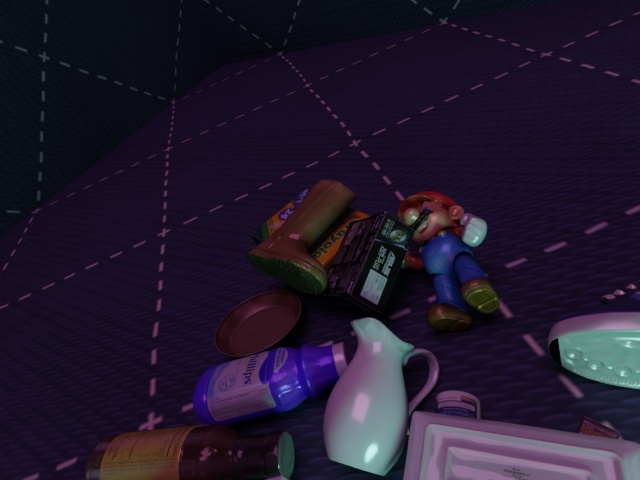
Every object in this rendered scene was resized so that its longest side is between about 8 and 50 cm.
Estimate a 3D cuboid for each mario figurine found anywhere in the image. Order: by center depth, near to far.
[{"bbox_3d":[0.217,0.011,0.806,0.198,0.170,0.320,-18,41,11],"label":"mario figurine"}]

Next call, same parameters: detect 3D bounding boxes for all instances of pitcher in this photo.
[{"bbox_3d":[0.102,0.249,0.637,0.125,0.178,0.207,-44,25,61],"label":"pitcher"}]

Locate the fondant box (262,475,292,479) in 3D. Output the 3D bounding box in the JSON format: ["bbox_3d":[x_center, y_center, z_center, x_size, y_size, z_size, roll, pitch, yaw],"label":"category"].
[{"bbox_3d":[-0.145,0.449,0.476,0.330,0.096,0.238,-30,35,24],"label":"fondant box"}]

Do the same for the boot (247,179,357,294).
[{"bbox_3d":[-0.007,-0.026,0.894,0.236,0.089,0.269,19,54,40],"label":"boot"}]

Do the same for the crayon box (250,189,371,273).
[{"bbox_3d":[0.000,0.000,0.996,0.203,0.083,0.323,-41,42,-19],"label":"crayon box"}]

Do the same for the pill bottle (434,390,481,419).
[{"bbox_3d":[0.197,0.285,0.583,0.067,0.067,0.120,-5,43,23],"label":"pill bottle"}]

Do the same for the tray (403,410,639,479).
[{"bbox_3d":[0.232,0.286,0.483,0.270,0.030,0.145,-3,45,27],"label":"tray"}]

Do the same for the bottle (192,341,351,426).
[{"bbox_3d":[-0.083,0.253,0.737,0.283,0.092,0.118,-18,21,9],"label":"bottle"}]

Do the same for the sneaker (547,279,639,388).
[{"bbox_3d":[0.513,0.087,0.613,0.323,0.130,0.236,-8,32,26],"label":"sneaker"}]

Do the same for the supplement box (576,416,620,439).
[{"bbox_3d":[0.343,0.281,0.522,0.043,0.055,0.083,19,57,39],"label":"supplement box"}]

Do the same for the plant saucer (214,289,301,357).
[{"bbox_3d":[-0.128,0.183,0.871,0.199,0.036,0.198,-18,27,9],"label":"plant saucer"}]

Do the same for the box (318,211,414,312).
[{"bbox_3d":[0.088,0.047,0.816,0.147,0.077,0.180,-17,45,64],"label":"box"}]

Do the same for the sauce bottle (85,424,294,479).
[{"bbox_3d":[-0.213,0.366,0.672,0.344,0.111,0.111,-10,41,15],"label":"sauce bottle"}]
